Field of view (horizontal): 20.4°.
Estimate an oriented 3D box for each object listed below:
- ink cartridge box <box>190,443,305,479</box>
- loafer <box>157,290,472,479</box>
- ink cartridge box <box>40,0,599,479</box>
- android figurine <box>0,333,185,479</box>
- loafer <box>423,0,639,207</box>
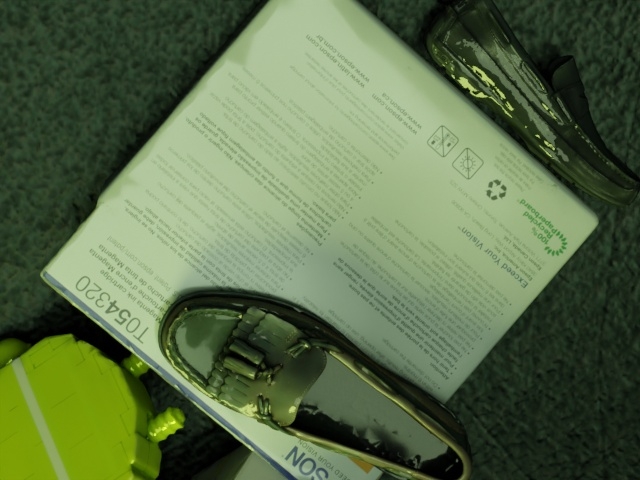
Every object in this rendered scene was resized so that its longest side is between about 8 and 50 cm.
[{"bbox_3d":[-0.066,0.237,1.474,0.092,0.090,0.143,42,137,-9],"label":"ink cartridge box"},{"bbox_3d":[0.003,0.116,1.376,0.268,0.084,0.096,26,91,-11],"label":"loafer"},{"bbox_3d":[0.000,0.000,1.441,0.324,0.071,0.330,41,89,-11],"label":"ink cartridge box"},{"bbox_3d":[-0.234,0.185,1.423,0.273,0.248,0.056,-35,146,5],"label":"android figurine"},{"bbox_3d":[0.182,-0.115,1.440,0.223,0.076,0.078,42,101,-9],"label":"loafer"}]
